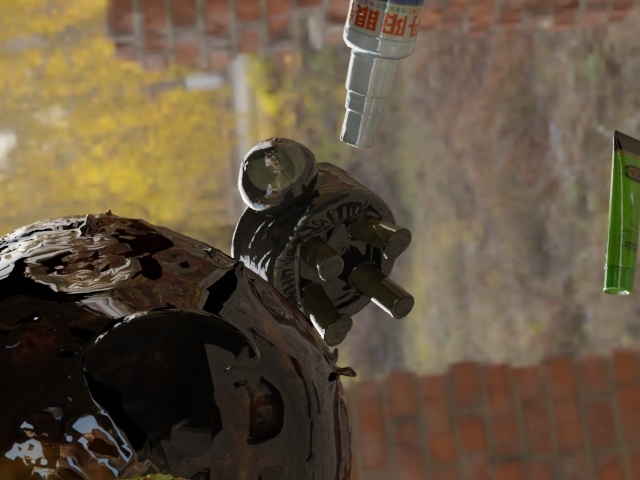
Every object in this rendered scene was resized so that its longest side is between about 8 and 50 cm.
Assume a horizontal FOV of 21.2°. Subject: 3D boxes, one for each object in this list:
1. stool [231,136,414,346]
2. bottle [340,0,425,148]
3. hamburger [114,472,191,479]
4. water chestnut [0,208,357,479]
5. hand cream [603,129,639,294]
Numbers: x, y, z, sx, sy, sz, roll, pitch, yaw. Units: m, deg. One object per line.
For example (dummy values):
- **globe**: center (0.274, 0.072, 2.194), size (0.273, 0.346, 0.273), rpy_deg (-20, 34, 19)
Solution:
- **stool**: center (-0.006, 0.007, 1.658), size (0.153, 0.228, 0.139), rpy_deg (-55, 45, 4)
- **bottle**: center (0.051, -0.177, 1.308), size (0.060, 0.060, 0.217), rpy_deg (-108, 28, -68)
- **hamburger**: center (-0.075, 0.191, 0.913), size (0.081, 0.126, 0.141), rpy_deg (-40, 71, 37)
- **water chestnut**: center (-0.142, 0.131, 1.238), size (0.347, 0.335, 0.335), rpy_deg (-116, 21, -72)
- **hand cream**: center (0.225, -0.020, 1.267), size (0.023, 0.036, 0.122), rpy_deg (-15, 63, 52)
